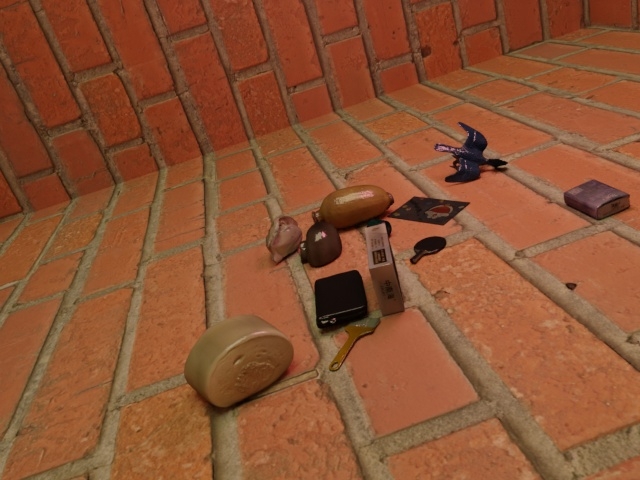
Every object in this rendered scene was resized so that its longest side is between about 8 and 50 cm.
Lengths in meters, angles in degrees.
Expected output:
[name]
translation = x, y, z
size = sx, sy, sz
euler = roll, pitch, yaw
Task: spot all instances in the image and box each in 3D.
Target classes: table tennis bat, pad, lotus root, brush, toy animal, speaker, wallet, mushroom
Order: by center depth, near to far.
[brush]
translation = 0.074, 0.257, 1.447
size = 0.083, 0.011, 0.205
euler = 0, 31, 34
[wallet]
translation = 0.055, 0.161, 1.611
size = 0.148, 0.044, 0.250
euler = -16, 22, 3
[table tennis bat]
translation = 0.321, 0.025, 1.756
size = 0.095, 0.014, 0.158
euler = 9, 34, 42
[speaker]
translation = 0.183, -0.030, 1.903
size = 0.075, 0.060, 0.094
euler = 7, 35, 44
[mushroom]
translation = 0.000, 0.000, 1.919
size = 0.141, 0.117, 0.188
euler = -3, 22, 4
[pad]
translation = 0.372, -0.106, 2.003
size = 0.170, 0.006, 0.245
euler = -36, 31, -32
[lotus root]
translation = 0.110, -0.125, 2.059
size = 0.303, 0.131, 0.146
euler = -16, 24, 4
[toy animal]
translation = 0.555, -0.319, 2.146
size = 0.255, 0.239, 0.176
euler = 18, -17, -18

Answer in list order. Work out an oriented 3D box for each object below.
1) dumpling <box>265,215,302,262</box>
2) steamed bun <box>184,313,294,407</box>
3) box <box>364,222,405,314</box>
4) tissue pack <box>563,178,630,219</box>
[dumpling]
translation = -0.130, -0.014, 1.993
size = 0.118, 0.136, 0.199
euler = 2, 41, 23
[steamed bun]
translation = -0.210, 0.278, 1.417
size = 0.250, 0.155, 0.200
euler = -27, 27, -25
[box]
translation = 0.174, 0.074, 1.588
size = 0.067, 0.155, 0.243
euler = -12, 27, 8
[tissue pack]
translation = 0.812, -0.122, 1.700
size = 0.112, 0.051, 0.156
euler = -23, 26, -5
